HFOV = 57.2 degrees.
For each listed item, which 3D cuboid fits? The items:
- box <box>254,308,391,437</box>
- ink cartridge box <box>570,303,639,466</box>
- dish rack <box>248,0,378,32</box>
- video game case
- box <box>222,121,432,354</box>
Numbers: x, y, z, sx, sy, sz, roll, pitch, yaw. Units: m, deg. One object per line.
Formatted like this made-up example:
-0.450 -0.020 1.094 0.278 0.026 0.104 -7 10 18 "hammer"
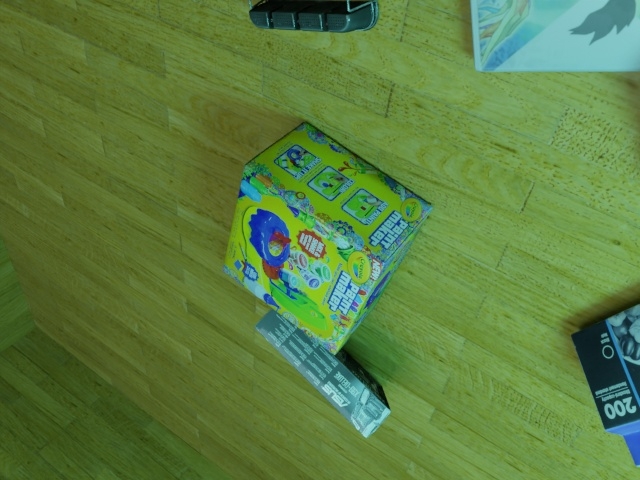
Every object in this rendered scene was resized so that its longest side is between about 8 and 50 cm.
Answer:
0.008 0.253 1.239 0.307 0.076 0.242 44 179 3 "box"
0.470 0.193 0.815 0.206 0.045 0.208 -48 48 50 "ink cartridge box"
-0.032 -0.426 0.819 0.208 0.074 0.271 15 129 31 "dish rack"
0.298 -0.342 0.619 0.300 0.036 0.329 11 129 35 "video game case"
0.000 0.000 1.060 0.279 0.177 0.290 35 139 13 "box"
